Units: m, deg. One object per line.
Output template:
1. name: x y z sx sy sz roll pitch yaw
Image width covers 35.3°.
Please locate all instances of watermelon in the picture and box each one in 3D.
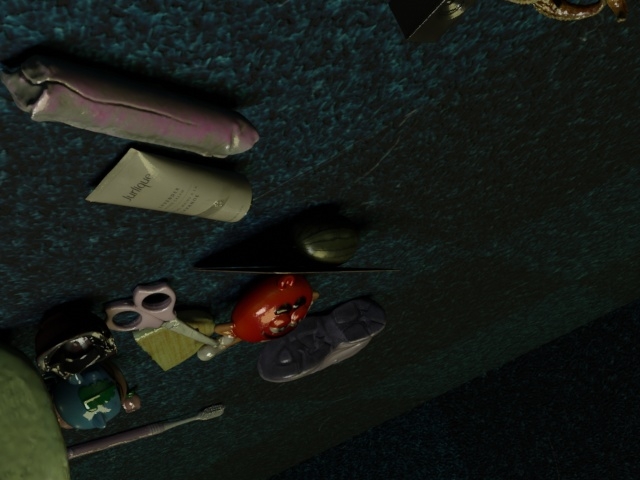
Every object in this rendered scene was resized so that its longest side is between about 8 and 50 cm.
1. watermelon: 0.000 0.000 1.311 0.110 0.078 0.078 0 151 -45

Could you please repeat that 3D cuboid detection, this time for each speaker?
1. speaker: 0.132 -0.243 0.840 0.040 0.046 0.191 -8 155 -41

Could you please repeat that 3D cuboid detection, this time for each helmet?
1. helmet: -0.320 0.123 1.288 0.098 0.070 0.123 -29 154 -1

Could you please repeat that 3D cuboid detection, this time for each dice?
1. dice: -0.473 0.281 1.261 0.252 0.254 0.250 -10 158 -35

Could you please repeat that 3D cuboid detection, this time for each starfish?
1. starfish: 0.249 -0.251 0.908 0.146 0.074 0.190 -33 159 32

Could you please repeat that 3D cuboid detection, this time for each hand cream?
1. hand cream: -0.144 -0.054 1.046 0.186 0.054 0.087 8 141 -45

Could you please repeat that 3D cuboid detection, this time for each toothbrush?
1. toothbrush: -0.353 0.385 2.042 0.354 0.024 0.029 -11 153 -30

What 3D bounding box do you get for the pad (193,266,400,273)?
1. pad: -0.027 0.040 1.365 0.176 0.002 0.266 1 180 41

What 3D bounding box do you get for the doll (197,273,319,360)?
1. doll: -0.076 0.111 1.508 0.183 0.085 0.217 -19 162 -42

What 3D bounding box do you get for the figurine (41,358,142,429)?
1. figurine: -0.349 0.230 1.517 0.144 0.114 0.178 -15 173 -43

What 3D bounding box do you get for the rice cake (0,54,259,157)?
1. rice cake: -0.152 -0.111 0.867 0.049 0.055 0.270 -38 154 27

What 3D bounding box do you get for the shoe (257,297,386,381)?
1. shoe: -0.003 0.189 1.796 0.245 0.095 0.138 -24 160 -16

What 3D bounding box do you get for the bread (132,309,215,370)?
1. bread: -0.212 0.137 1.510 0.112 0.036 0.193 -27 160 -5

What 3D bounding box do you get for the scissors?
1. scissors: -0.207 0.113 1.400 0.110 0.021 0.212 -32 146 18
